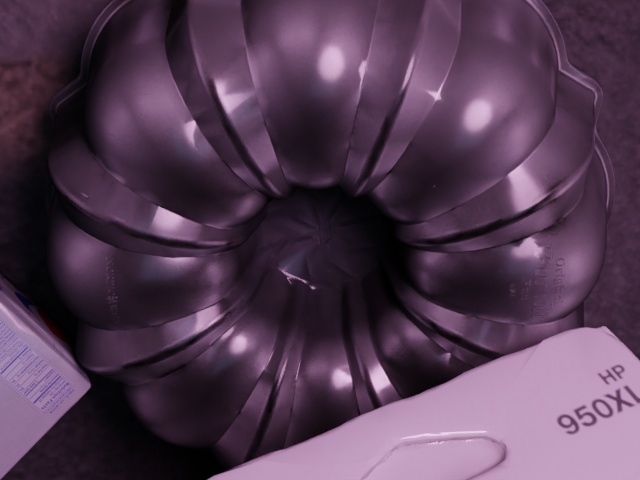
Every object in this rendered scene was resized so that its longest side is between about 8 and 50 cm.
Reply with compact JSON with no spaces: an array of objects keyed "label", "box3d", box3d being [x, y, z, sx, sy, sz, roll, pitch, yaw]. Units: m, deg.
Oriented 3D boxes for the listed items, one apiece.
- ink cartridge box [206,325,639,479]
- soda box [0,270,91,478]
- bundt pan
[{"label":"ink cartridge box","box3d":[0.048,0.267,0.646,0.285,0.166,0.395,-20,139,-24]},{"label":"soda box","box3d":[-0.261,0.142,0.685,0.286,0.098,0.091,-46,107,-5]},{"label":"bundt pan","box3d":[0.000,0.000,0.657,0.330,0.124,0.331,2,116,3]}]
